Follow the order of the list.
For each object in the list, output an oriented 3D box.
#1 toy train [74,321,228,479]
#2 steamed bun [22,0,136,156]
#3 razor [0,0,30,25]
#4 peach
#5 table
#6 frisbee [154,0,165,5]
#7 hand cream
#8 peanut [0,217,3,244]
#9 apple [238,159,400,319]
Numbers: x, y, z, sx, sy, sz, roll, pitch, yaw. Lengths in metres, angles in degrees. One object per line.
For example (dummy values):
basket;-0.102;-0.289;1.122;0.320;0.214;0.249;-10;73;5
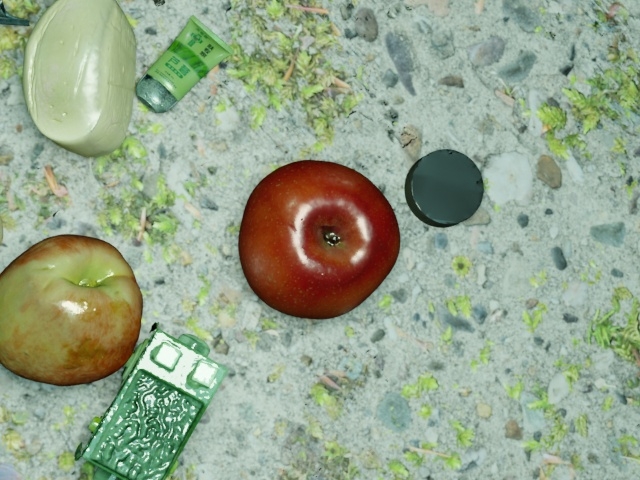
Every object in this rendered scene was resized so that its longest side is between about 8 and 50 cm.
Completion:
toy train;-0.256;0.263;1.563;0.159;0.188;0.271;31;76;-8
steamed bun;-0.383;-0.261;1.600;0.155;0.200;0.250;4;88;3
razor;-0.543;-0.433;1.676;0.066;0.033;0.190;-16;81;-58
peach;-0.396;0.118;1.547;0.232;0.256;0.232;25;40;-23
table;0.215;-0.091;1.780;0.133;0.043;0.133;1;83;-11
frisbee;-0.251;-0.485;1.752;0.211;0.012;0.187;33;79;-6
hand cream;-0.235;-0.289;1.711;0.095;0.046;0.175;41;75;-2
peanut;-0.546;-0.070;1.598;0.087;0.087;0.206;-9;85;-13
apple;0.000;0.000;1.638;0.260;0.216;0.260;1;85;-14
